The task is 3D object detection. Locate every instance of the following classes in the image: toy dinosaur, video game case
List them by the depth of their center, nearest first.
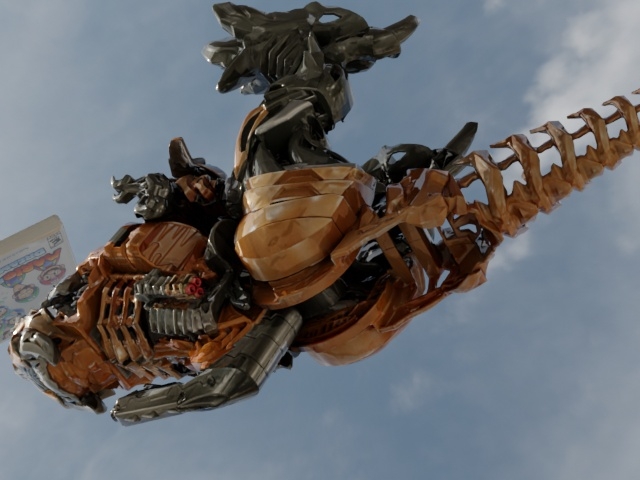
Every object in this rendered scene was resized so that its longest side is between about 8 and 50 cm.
[{"bbox_3d":[0.000,0.000,0.490,0.321,0.218,0.164,0,-52,12],"label":"toy dinosaur"},{"bbox_3d":[-0.306,0.053,0.949,0.157,0.143,0.019,-29,-116,-19],"label":"video game case"}]
